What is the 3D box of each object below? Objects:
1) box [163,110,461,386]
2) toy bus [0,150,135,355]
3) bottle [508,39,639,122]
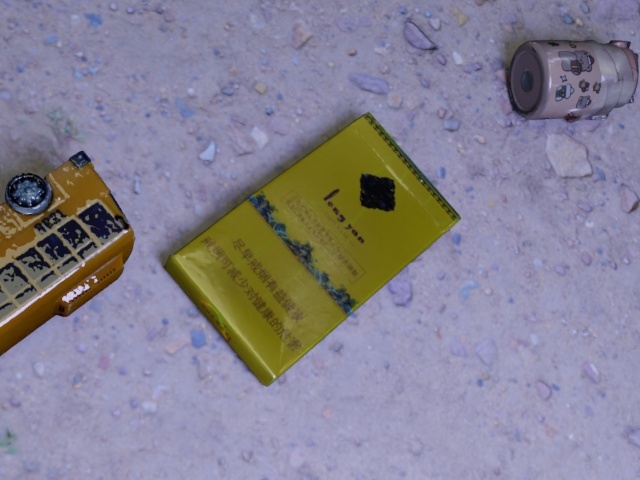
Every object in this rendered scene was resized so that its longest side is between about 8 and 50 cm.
[{"bbox_3d":[-0.001,0.001,0.943,0.279,0.041,0.153,-39,84,-28],"label":"box"},{"bbox_3d":[-0.257,0.022,0.812,0.201,0.098,0.114,-39,86,-27],"label":"toy bus"},{"bbox_3d":[0.303,-0.185,1.094,0.152,0.099,0.099,-5,71,-20],"label":"bottle"}]
